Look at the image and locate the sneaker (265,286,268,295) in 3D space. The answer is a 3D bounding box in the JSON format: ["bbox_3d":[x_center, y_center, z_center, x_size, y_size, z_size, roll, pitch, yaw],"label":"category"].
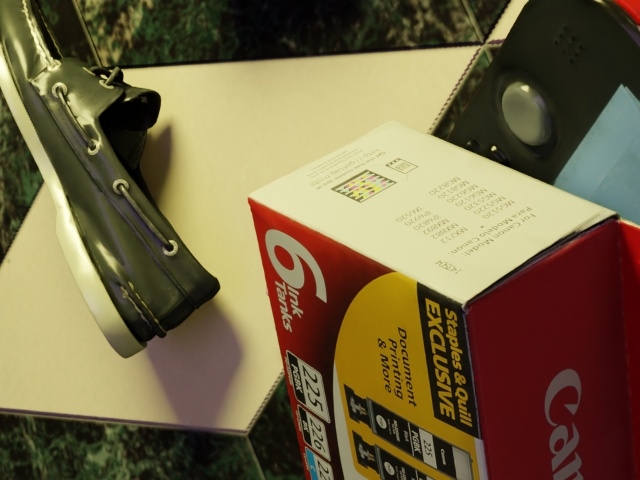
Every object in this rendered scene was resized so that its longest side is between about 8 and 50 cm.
[{"bbox_3d":[0.000,0.000,1.307,0.119,0.047,0.057,-28,65,32],"label":"sneaker"}]

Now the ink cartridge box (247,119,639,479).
[{"bbox_3d":[0.106,0.117,1.069,0.272,0.130,0.310,26,136,47],"label":"ink cartridge box"}]

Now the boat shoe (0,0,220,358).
[{"bbox_3d":[-0.175,-0.079,1.388,0.113,0.127,0.340,-25,68,4],"label":"boat shoe"}]

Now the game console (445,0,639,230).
[{"bbox_3d":[0.209,0.060,1.028,0.387,0.060,0.342,54,148,16],"label":"game console"}]
